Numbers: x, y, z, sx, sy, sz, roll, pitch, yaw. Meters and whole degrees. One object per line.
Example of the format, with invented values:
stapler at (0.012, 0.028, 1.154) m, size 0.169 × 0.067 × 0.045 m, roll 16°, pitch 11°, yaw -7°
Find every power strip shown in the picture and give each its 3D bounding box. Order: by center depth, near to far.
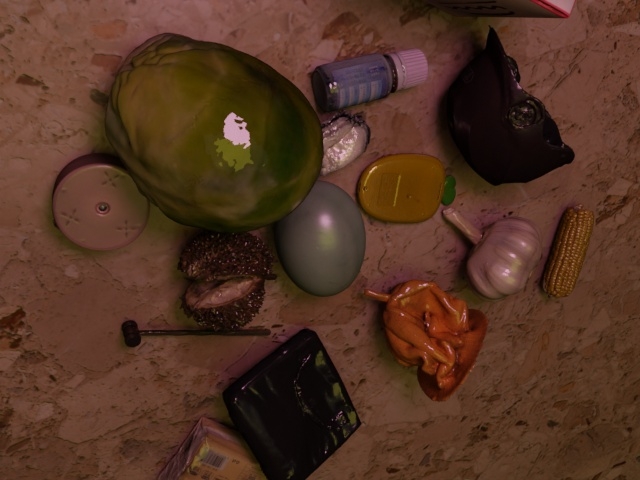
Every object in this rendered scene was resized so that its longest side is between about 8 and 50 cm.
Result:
power strip at (-0.361, -0.063, 0.957) m, size 0.154 × 0.078 × 0.154 m, roll -8°, pitch 116°, yaw -18°

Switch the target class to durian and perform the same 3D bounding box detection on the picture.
durian at (-0.158, 0.068, 1.048) m, size 0.196 × 0.167 × 0.196 m, roll -20°, pitch 125°, yaw -30°

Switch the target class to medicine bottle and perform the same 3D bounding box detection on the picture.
medicine bottle at (0.091, -0.293, 1.046) m, size 0.203 × 0.083 × 0.083 m, roll -17°, pitch 115°, yaw -13°

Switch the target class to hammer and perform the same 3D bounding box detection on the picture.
hammer at (-0.230, 0.179, 1.126) m, size 0.292 × 0.058 × 0.029 m, roll 5°, pitch 113°, yaw -28°

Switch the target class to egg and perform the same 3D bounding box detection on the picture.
egg at (0.000, 0.000, 1.075) m, size 0.168 × 0.168 × 0.230 m, roll -16°, pitch 121°, yaw -15°

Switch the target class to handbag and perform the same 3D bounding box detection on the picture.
handbag at (-0.055, 0.348, 1.203) m, size 0.244 × 0.088 × 0.275 m, roll -35°, pitch 108°, yaw -25°

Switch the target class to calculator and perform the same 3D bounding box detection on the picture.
calculator at (0.182, -0.104, 1.185) m, size 0.235 × 0.032 × 0.146 m, roll -1°, pitch 110°, yaw -23°

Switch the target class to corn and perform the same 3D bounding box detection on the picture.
corn at (0.584, 0.030, 1.374) m, size 0.080 × 0.080 × 0.238 m, roll 4°, pitch 110°, yaw -23°

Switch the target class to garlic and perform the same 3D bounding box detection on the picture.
garlic at (0.345, 0.013, 1.241) m, size 0.226 × 0.199 × 0.199 m, roll 34°, pitch 95°, yaw -1°

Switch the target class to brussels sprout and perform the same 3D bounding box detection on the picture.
brussels sprout at (-0.159, -0.158, 0.891) m, size 0.344 × 0.344 × 0.268 m, roll 16°, pitch 113°, yaw -26°

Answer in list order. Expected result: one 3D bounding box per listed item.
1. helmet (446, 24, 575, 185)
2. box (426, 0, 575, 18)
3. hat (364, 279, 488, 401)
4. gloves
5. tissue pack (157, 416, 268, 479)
helmet at (0.333, -0.230, 1.107) m, size 0.177 × 0.225 × 0.305 m, roll -33°, pitch 113°, yaw 26°
box at (0.230, -0.532, 0.882) m, size 0.300 × 0.314 × 0.312 m, roll 12°, pitch 104°, yaw -28°
hat at (0.182, 0.175, 1.213) m, size 0.233 × 0.233 × 0.244 m, roll 34°, pitch 53°, yaw -9°
gloves at (0.020, -0.182, 1.064) m, size 0.153 × 0.070 × 0.114 m, roll -27°, pitch 131°, yaw -10°
tissue pack at (-0.206, 0.495, 1.230) m, size 0.222 × 0.090 × 0.186 m, roll 32°, pitch 92°, yaw -30°
